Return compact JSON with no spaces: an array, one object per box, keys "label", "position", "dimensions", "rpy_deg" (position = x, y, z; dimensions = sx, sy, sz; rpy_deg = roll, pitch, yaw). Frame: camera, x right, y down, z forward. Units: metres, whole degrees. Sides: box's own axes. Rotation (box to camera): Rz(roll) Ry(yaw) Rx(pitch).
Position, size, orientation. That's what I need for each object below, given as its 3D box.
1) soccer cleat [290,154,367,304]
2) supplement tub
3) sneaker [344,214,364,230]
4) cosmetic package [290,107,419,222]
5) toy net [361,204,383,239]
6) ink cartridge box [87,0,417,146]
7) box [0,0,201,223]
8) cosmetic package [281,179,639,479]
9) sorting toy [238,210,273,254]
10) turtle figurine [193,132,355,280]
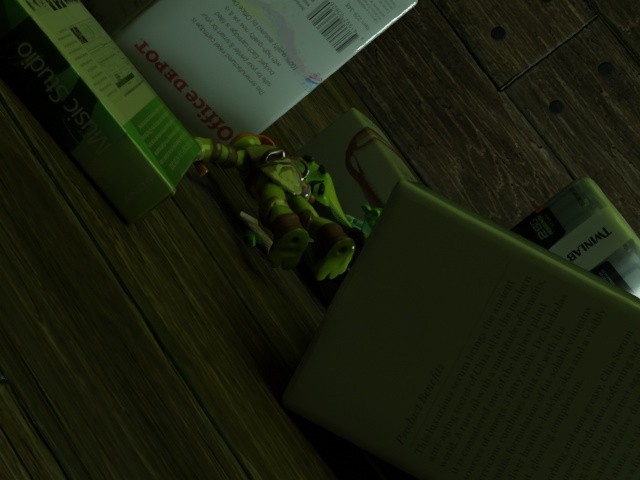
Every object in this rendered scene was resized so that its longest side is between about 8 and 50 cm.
[{"label":"soccer cleat","position":[-0.001,0.001,1.934],"dimensions":[0.289,0.093,0.121],"rpy_deg":[-125,-158,-46]},{"label":"supplement tub","position":[0.304,0.086,2.233],"dimensions":[0.207,0.338,0.207],"rpy_deg":[50,9,-11]},{"label":"sneaker","position":[0.082,-0.004,2.073],"dimensions":[0.094,0.151,0.256],"rpy_deg":[40,14,-47]},{"label":"cosmetic package","position":[0.102,-0.036,2.372],"dimensions":[0.296,0.129,0.153],"rpy_deg":[55,11,22]},{"label":"toy net","position":[0.139,0.040,1.910],"dimensions":[0.232,0.045,0.122],"rpy_deg":[41,-23,10]},{"label":"ink cartridge box","position":[-0.080,-0.275,1.820],"dimensions":[0.226,0.306,0.131],"rpy_deg":[47,10,-35]},{"label":"box","position":[-0.238,-0.171,1.429],"dimensions":[0.322,0.058,0.232],"rpy_deg":[50,9,-8]},{"label":"cosmetic package","position":[0.222,0.147,1.420],"dimensions":[0.453,0.230,0.161],"rpy_deg":[29,6,6]},{"label":"sorting toy","position":[-0.071,-0.005,1.750],"dimensions":[0.062,0.012,0.083],"rpy_deg":[53,9,20]},{"label":"turtle figurine","position":[-0.043,-0.053,1.742],"dimensions":[0.269,0.087,0.217],"rpy_deg":[31,18,-50]}]
